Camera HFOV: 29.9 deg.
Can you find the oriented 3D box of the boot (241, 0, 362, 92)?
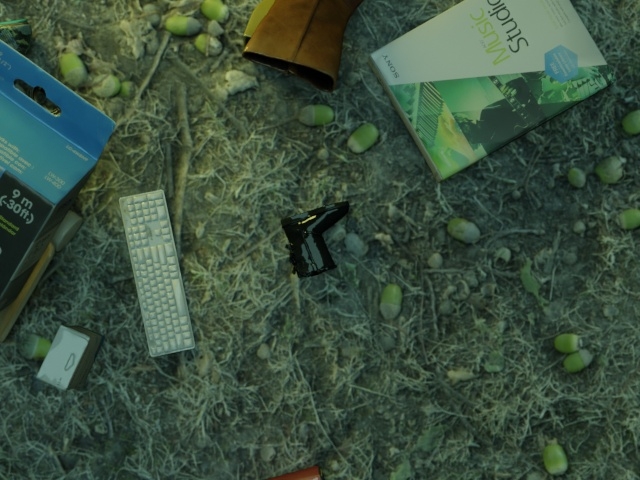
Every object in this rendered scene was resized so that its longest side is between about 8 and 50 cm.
[{"bbox_3d":[-0.069,-0.371,1.821,0.264,0.096,0.280,26,58,-10],"label":"boot"}]

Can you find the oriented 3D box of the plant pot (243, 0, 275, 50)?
[{"bbox_3d":[-0.073,-0.331,1.878,0.081,0.081,0.083,12,72,0],"label":"plant pot"}]

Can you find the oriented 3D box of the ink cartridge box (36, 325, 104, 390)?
[{"bbox_3d":[-0.378,0.177,1.818,0.052,0.122,0.088,24,86,1],"label":"ink cartridge box"}]

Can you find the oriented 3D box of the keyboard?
[{"bbox_3d":[-0.257,0.051,1.882,0.072,0.014,0.256,-12,87,-1],"label":"keyboard"}]

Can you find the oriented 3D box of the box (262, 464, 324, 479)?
[{"bbox_3d":[-0.091,0.444,1.799,0.232,0.127,0.148,-15,87,-2],"label":"box"}]

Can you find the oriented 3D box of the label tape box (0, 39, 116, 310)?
[{"bbox_3d":[-0.485,-0.090,1.710,0.249,0.115,0.348,36,114,0],"label":"label tape box"}]

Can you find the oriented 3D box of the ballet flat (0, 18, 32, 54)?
[{"bbox_3d":[-0.549,-0.313,1.883,0.188,0.070,0.070,-2,86,3],"label":"ballet flat"}]

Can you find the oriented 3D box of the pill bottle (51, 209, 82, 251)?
[{"bbox_3d":[-0.443,-0.047,1.855,0.137,0.078,0.078,35,87,2],"label":"pill bottle"}]

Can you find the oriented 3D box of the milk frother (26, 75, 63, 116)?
[{"bbox_3d":[-0.452,-0.195,1.835,0.129,0.135,0.143,14,88,-20],"label":"milk frother"}]

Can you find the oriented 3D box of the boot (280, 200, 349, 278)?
[{"bbox_3d":[0.000,0.000,1.871,0.121,0.045,0.099,-18,84,6],"label":"boot"}]

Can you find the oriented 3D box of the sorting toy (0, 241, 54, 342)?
[{"bbox_3d":[-0.526,0.027,1.846,0.208,0.038,0.193,36,110,5],"label":"sorting toy"}]

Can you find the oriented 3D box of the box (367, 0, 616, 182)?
[{"bbox_3d":[0.268,-0.268,1.884,0.322,0.058,0.232,-30,87,-1],"label":"box"}]
